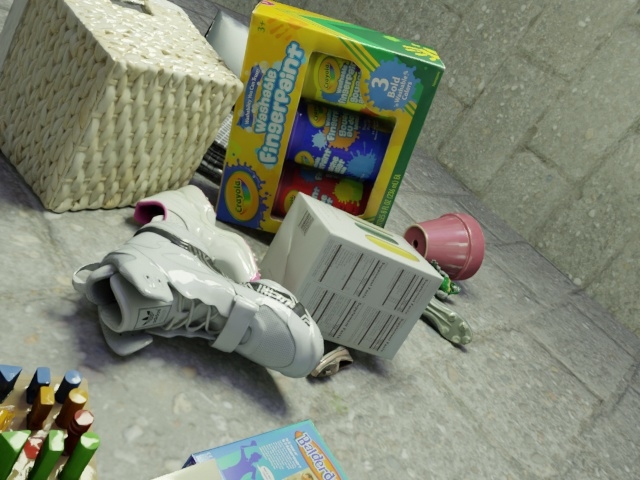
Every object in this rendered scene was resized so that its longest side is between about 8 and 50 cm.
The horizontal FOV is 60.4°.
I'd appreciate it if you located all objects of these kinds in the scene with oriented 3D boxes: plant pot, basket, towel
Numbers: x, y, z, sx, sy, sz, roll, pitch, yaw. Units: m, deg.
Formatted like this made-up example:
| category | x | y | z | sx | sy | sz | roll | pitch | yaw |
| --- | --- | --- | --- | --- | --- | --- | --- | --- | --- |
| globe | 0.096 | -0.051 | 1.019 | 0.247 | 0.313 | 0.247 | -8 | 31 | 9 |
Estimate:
| category | x | y | z | sx | sy | sz | roll | pitch | yaw |
| --- | --- | --- | --- | --- | --- | --- | --- | --- | --- |
| plant pot | 0.344 | 0.018 | 1.607 | 0.180 | 0.201 | 0.201 | 1 | 39 | -27 |
| basket | -0.371 | -0.259 | 1.004 | 0.266 | 0.331 | 0.328 | 46 | 27 | 18 |
| towel | -0.276 | -0.270 | 1.395 | 0.283 | 0.121 | 0.235 | 31 | 25 | -9 |

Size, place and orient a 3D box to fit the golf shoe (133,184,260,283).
| category | x | y | z | sx | sy | sz | roll | pitch | yaw |
| --- | --- | --- | --- | --- | --- | --- | --- | --- | --- |
| golf shoe | -0.225 | 0.014 | 0.982 | 0.140 | 0.115 | 0.306 | -8 | 40 | -43 |

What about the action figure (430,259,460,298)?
| category | x | y | z | sx | sy | sz | roll | pitch | yaw |
| --- | --- | --- | --- | --- | --- | --- | --- | --- | --- |
| action figure | 0.291 | 0.100 | 1.491 | 0.232 | 0.063 | 0.137 | 24 | 62 | -28 |

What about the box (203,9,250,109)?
| category | x | y | z | sx | sy | sz | roll | pitch | yaw |
| --- | --- | --- | --- | --- | --- | --- | --- | --- | --- |
| box | -0.199 | -0.435 | 1.558 | 0.343 | 0.179 | 0.312 | 26 | -7 | -21 |

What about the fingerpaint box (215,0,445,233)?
| category | x | y | z | sx | sy | sz | roll | pitch | yaw |
| --- | --- | --- | --- | --- | --- | --- | --- | --- | --- |
| fingerpaint box | 0.001 | -0.220 | 1.161 | 0.371 | 0.445 | 0.163 | 14 | 31 | -7 |

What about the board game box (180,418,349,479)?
| category | x | y | z | sx | sy | sz | roll | pitch | yaw |
| --- | --- | --- | --- | --- | --- | --- | --- | --- | --- |
| board game box | -0.052 | 0.323 | 0.693 | 0.210 | 0.047 | 0.160 | 4 | 38 | -48 |

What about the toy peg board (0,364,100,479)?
| category | x | y | z | sx | sy | sz | roll | pitch | yaw |
| --- | --- | --- | --- | --- | --- | --- | --- | --- | --- |
| toy peg board | -0.310 | 0.187 | 0.573 | 0.161 | 0.079 | 0.161 | 16 | 31 | -38 |

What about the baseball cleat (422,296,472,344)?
| category | x | y | z | sx | sy | sz | roll | pitch | yaw |
| --- | --- | --- | --- | --- | --- | --- | --- | --- | --- |
| baseball cleat | 0.297 | 0.175 | 1.383 | 0.206 | 0.072 | 0.109 | 40 | 18 | 2 |

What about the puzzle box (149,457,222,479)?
| category | x | y | z | sx | sy | sz | roll | pitch | yaw |
| --- | --- | --- | --- | --- | --- | --- | --- | --- | --- |
| puzzle box | -0.202 | 0.339 | 0.368 | 0.409 | 0.052 | 0.272 | 4 | 58 | -50 |

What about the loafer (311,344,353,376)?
| category | x | y | z | sx | sy | sz | roll | pitch | yaw |
| --- | --- | --- | --- | --- | --- | --- | --- | --- | --- |
| loafer | 0.024 | 0.221 | 0.985 | 0.039 | 0.045 | 0.125 | 49 | 24 | 13 |

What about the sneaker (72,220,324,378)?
| category | x | y | z | sx | sy | sz | roll | pitch | yaw |
| --- | --- | --- | --- | --- | --- | --- | --- | --- | --- |
| sneaker | -0.179 | 0.115 | 0.812 | 0.366 | 0.137 | 0.210 | 33 | 24 | 9 |

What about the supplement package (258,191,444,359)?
| category | x | y | z | sx | sy | sz | roll | pitch | yaw |
| --- | --- | --- | --- | --- | --- | --- | --- | --- | --- |
| supplement package | 0.049 | 0.068 | 1.065 | 0.262 | 0.198 | 0.199 | 22 | 16 | -27 |
